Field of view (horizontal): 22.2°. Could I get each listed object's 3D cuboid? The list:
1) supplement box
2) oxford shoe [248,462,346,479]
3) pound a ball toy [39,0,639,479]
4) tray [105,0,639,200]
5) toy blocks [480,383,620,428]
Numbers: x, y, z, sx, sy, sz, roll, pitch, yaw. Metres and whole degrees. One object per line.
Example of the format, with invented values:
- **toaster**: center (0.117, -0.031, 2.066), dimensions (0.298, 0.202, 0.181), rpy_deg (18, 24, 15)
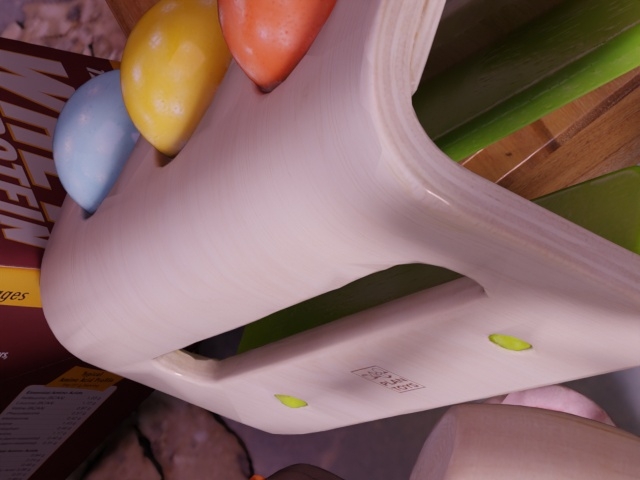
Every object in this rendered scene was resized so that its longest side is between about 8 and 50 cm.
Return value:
- **supplement box**: center (-0.174, 0.022, 0.677), dimensions (0.194, 0.191, 0.129), rpy_deg (-45, 58, 29)
- **oxford shoe**: center (-0.038, 0.137, 0.597), dimensions (0.097, 0.271, 0.098), rpy_deg (115, 154, -48)
- **pound a ball toy**: center (0.000, 0.000, 0.457), dimensions (0.319, 0.136, 0.208), rpy_deg (-24, 43, 64)
- **tray**: center (-0.012, -0.168, 0.747), dimensions (0.203, 0.076, 0.411), rpy_deg (-38, 60, 13)
- **toy blocks**: center (0.208, 0.026, 0.458), dimensions (0.309, 0.260, 0.288), rpy_deg (28, 88, 32)
